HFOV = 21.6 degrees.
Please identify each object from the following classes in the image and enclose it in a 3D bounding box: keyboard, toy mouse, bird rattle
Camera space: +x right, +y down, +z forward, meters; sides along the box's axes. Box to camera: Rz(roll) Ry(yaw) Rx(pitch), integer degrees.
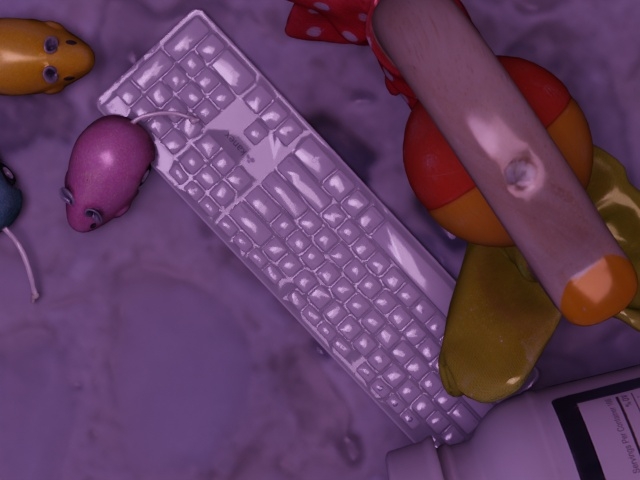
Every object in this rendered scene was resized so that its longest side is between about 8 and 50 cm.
[{"bbox_3d":[0.000,0.000,0.846,0.072,0.014,0.256,-43,94,4],"label":"keyboard"},{"bbox_3d":[-0.142,-0.036,0.826,0.161,0.031,0.143,9,99,8],"label":"toy mouse"},{"bbox_3d":[0.079,-0.054,0.750,0.143,0.207,0.253,-25,99,1],"label":"bird rattle"}]

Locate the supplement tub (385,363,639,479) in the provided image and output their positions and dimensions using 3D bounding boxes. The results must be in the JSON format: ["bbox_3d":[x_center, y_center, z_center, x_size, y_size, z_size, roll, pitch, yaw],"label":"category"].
[{"bbox_3d":[0.181,0.146,0.772,0.272,0.191,0.191,-14,96,2],"label":"supplement tub"}]
